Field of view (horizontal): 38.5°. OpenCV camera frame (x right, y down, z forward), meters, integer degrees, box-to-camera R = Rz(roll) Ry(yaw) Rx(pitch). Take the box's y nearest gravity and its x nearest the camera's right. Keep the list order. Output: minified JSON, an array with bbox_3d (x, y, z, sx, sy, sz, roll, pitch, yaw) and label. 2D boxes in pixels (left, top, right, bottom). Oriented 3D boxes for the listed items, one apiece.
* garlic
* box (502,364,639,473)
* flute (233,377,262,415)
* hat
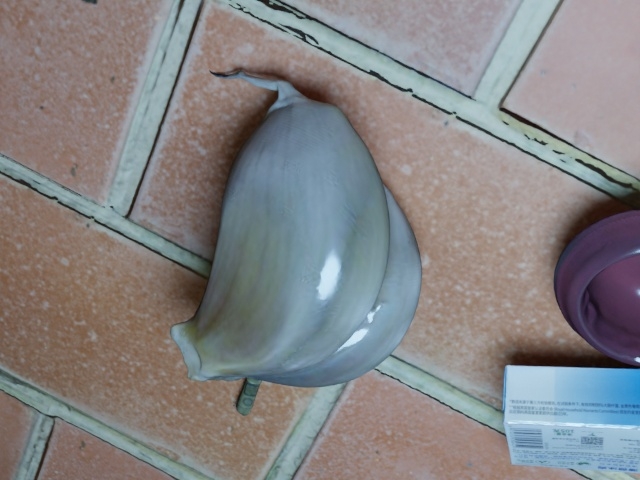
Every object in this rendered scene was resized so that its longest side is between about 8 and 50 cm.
[{"bbox_3d":[0.000,0.000,0.990,0.245,0.231,0.340,10,93,45],"label":"garlic"},{"bbox_3d":[0.303,0.198,1.004,0.194,0.073,0.139,0,148,16],"label":"box"},{"bbox_3d":[-0.068,0.131,1.140,0.027,0.027,0.233,23,120,4],"label":"flute"},{"bbox_3d":[0.339,0.041,0.932,0.205,0.089,0.205,9,132,10],"label":"hat"}]
